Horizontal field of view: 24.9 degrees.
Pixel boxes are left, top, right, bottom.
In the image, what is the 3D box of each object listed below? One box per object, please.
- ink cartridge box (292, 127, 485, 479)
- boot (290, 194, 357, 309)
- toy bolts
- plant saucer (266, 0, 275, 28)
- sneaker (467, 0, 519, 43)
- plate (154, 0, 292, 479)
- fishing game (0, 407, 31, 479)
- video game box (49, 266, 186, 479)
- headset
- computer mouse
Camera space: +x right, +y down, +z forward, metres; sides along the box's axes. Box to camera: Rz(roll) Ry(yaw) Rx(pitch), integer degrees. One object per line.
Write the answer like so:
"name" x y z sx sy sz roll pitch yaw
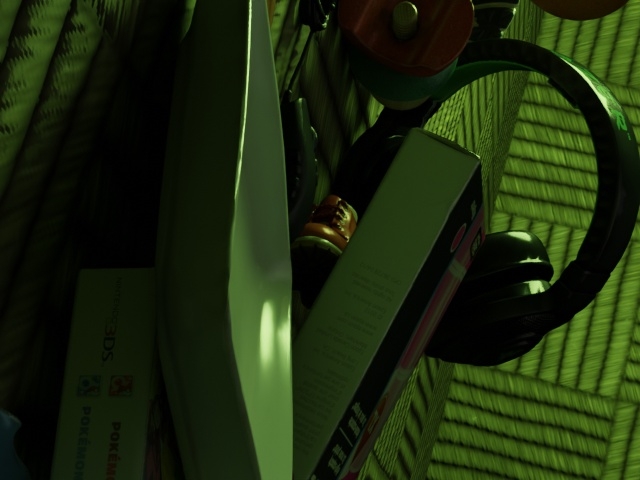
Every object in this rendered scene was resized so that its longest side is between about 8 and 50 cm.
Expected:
"ink cartridge box" 0.009 0.112 1.042 0.371 0.069 0.176 -59 165 -12
"boot" 0.000 0.000 1.109 0.158 0.059 0.084 60 31 -74
"toy bolts" 0.123 -0.194 1.160 0.228 0.218 0.158 -56 171 -11
"plant saucer" -0.041 -0.129 0.824 0.083 0.013 0.083 13 90 -80
"sneaker" 0.142 -0.259 1.371 0.122 0.110 0.283 81 24 -72
"plate" -0.044 0.025 0.735 0.278 0.045 0.277 86 4 -46
"fishing game" -0.146 0.154 0.551 0.189 0.041 0.264 -59 161 -58
"video game box" -0.089 0.140 0.706 0.205 0.048 0.187 84 10 -61
"headset" 0.119 0.013 1.264 0.394 0.243 0.185 -51 149 20
"computer mouse" -0.006 -0.100 0.969 0.071 0.041 0.242 54 49 -75
